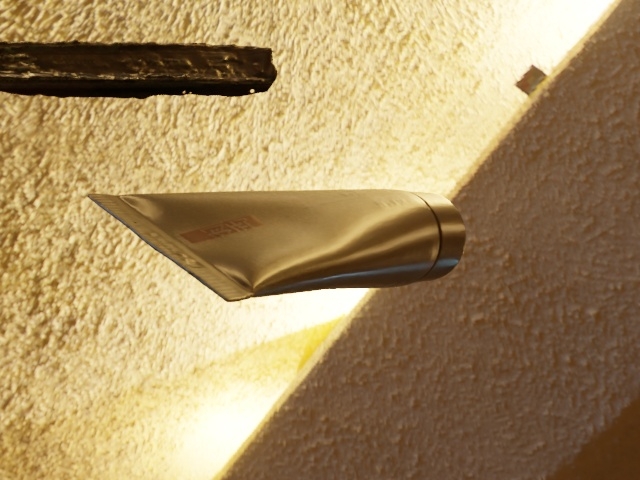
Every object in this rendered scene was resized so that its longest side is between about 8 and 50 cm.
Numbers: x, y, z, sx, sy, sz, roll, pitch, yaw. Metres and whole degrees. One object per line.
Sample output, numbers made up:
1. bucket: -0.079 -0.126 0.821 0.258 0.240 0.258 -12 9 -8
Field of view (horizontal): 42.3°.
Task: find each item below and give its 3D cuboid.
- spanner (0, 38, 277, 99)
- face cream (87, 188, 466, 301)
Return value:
1. spanner: -0.163 -0.093 0.432 0.325 0.093 0.026 -7 -23 -35
2. face cream: 0.000 0.000 0.628 0.137 0.341 0.084 34 -70 31
